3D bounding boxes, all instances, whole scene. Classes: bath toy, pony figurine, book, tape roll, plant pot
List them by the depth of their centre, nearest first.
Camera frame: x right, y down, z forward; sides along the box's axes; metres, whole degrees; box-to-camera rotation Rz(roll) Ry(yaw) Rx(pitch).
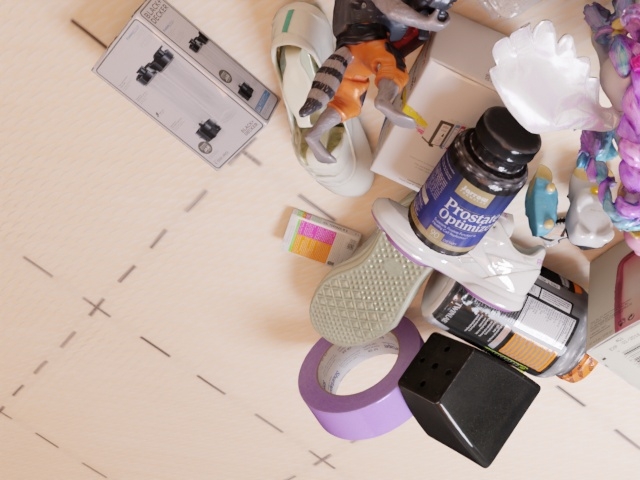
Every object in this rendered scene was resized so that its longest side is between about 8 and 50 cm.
[{"bbox_3d":[0.419,-0.208,1.164,0.302,0.363,0.351,-9,127,28],"label":"pony figurine"},{"bbox_3d":[0.523,-0.039,1.454,0.348,0.151,0.129,12,171,5],"label":"bath toy"},{"bbox_3d":[0.261,0.280,1.628,0.167,0.187,0.188,44,167,-30],"label":"plant pot"},{"bbox_3d":[0.000,0.000,1.742,0.144,0.035,0.096,21,132,0],"label":"book"},{"bbox_3d":[0.094,0.274,1.790,0.274,0.275,0.090,-12,125,29],"label":"tape roll"}]

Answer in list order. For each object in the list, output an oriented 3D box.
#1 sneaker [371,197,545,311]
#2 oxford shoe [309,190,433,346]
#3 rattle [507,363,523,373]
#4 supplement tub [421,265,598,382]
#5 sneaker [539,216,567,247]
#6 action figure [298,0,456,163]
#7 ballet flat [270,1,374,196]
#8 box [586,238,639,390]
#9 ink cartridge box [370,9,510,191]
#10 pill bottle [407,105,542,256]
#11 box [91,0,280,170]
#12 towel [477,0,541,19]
[{"bbox_3d":[0.231,-0.009,1.449,0.305,0.114,0.152,29,105,-6],"label":"sneaker"},{"bbox_3d":[0.128,0.056,1.671,0.169,0.130,0.449,40,130,3],"label":"oxford shoe"},{"bbox_3d":[0.332,0.250,1.830,0.143,0.130,0.199,45,158,-7],"label":"rattle"},{"bbox_3d":[0.364,0.130,1.616,0.316,0.194,0.193,28,134,-6],"label":"supplement tub"},{"bbox_3d":[0.435,-0.025,1.555,0.044,0.040,0.109,42,131,-17],"label":"sneaker"},{"bbox_3d":[0.086,-0.306,1.221,0.178,0.330,0.341,15,159,-19],"label":"action figure"},{"bbox_3d":[-0.008,-0.206,1.486,0.139,0.139,0.400,-1,131,21],"label":"ballet flat"},{"bbox_3d":[0.562,0.122,1.509,0.148,0.232,0.127,34,133,-12],"label":"box"},{"bbox_3d":[0.209,-0.208,1.375,0.168,0.171,0.233,24,134,-5],"label":"ink cartridge box"},{"bbox_3d":[0.227,-0.087,1.275,0.122,0.123,0.219,26,134,-4],"label":"pill bottle"},{"bbox_3d":[-0.236,-0.276,1.533,0.290,0.087,0.169,38,133,-16],"label":"box"},{"bbox_3d":[0.304,-0.443,1.211,0.187,0.049,0.282,41,131,-19],"label":"towel"}]
